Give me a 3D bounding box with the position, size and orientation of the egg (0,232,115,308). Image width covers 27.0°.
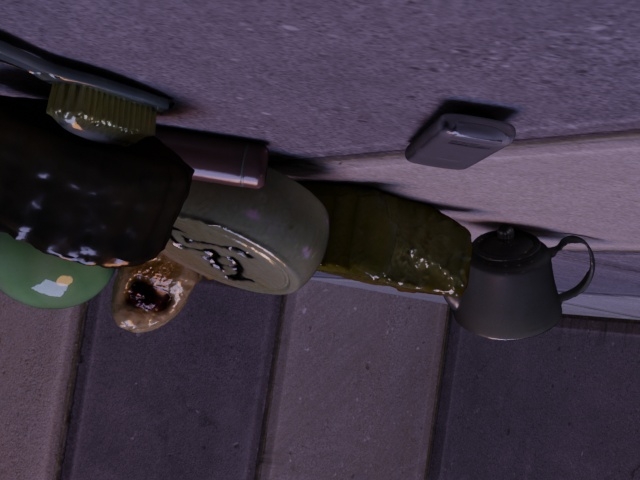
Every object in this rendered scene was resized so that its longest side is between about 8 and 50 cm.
[{"bbox_3d":[-0.469,0.004,2.272,0.270,0.220,0.220,19,-178,36],"label":"egg"}]

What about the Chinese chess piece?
[{"bbox_3d":[-0.113,-0.024,1.657,0.250,0.101,0.250,19,162,6],"label":"Chinese chess piece"}]

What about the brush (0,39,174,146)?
[{"bbox_3d":[-0.236,-0.130,1.194,0.068,0.060,0.297,9,176,31],"label":"brush"}]

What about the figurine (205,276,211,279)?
[{"bbox_3d":[-0.211,0.012,2.506,0.176,0.122,0.121,6,178,15],"label":"figurine"}]

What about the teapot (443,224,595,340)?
[{"bbox_3d":[0.285,0.043,1.969,0.239,0.149,0.162,-3,-155,5],"label":"teapot"}]

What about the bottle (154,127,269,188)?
[{"bbox_3d":[-0.129,-0.093,1.502,0.140,0.053,0.053,8,175,0],"label":"bottle"}]

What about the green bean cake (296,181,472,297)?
[{"bbox_3d":[0.068,-0.001,1.821,0.233,0.124,0.236,6,175,38],"label":"green bean cake"}]

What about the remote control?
[{"bbox_3d":[0.125,-0.092,1.229,0.067,0.029,0.261,8,178,-2],"label":"remote control"}]

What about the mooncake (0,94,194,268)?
[{"bbox_3d":[-0.249,-0.061,1.348,0.228,0.124,0.228,18,-166,-5],"label":"mooncake"}]

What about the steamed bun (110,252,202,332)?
[{"bbox_3d":[-0.289,0.081,2.228,0.141,0.155,0.172,30,173,-5],"label":"steamed bun"}]
